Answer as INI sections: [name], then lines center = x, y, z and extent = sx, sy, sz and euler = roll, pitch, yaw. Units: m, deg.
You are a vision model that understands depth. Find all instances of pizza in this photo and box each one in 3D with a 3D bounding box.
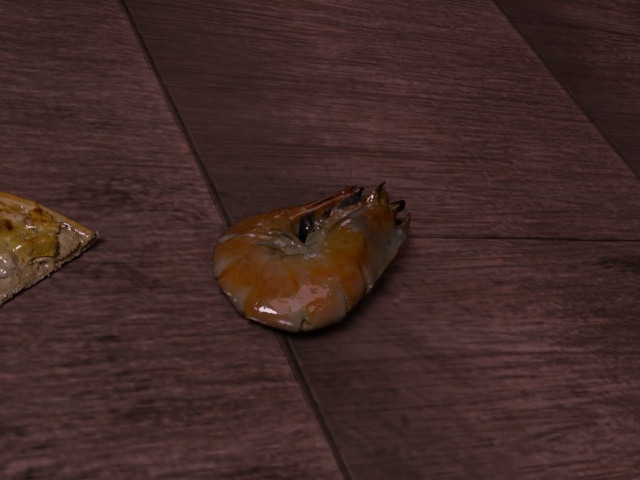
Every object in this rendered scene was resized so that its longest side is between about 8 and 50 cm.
[pizza]
center = -0.205, 0.006, 0.697
extent = 0.123, 0.026, 0.108
euler = 13, 41, -18

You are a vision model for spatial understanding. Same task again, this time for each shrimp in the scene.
[shrimp]
center = 0.000, -0.002, 0.813
extent = 0.115, 0.051, 0.217
euler = 34, 40, 12
